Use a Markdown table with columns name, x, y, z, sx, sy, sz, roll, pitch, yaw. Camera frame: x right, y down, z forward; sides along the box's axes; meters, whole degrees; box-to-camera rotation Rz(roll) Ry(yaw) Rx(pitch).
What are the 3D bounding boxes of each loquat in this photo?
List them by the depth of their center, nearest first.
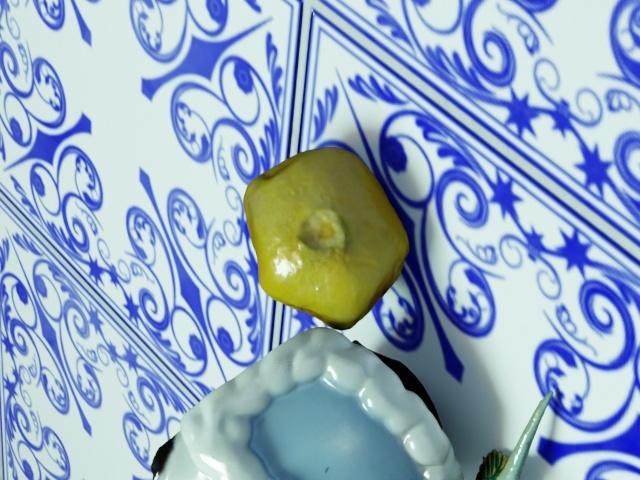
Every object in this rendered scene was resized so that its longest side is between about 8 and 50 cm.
| name | x | y | z | sx | sy | sz | roll | pitch | yaw |
| --- | --- | --- | --- | --- | --- | --- | --- | --- | --- |
| loquat | 0.000 | 0.000 | 1.227 | 0.137 | 0.113 | 0.137 | 51 | 168 | 15 |

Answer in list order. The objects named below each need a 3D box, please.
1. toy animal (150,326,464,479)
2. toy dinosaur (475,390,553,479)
| name | x | y | z | sx | sy | sz | roll | pitch | yaw |
| --- | --- | --- | --- | --- | --- | --- | --- | --- | --- |
| toy animal | -0.008 | 0.171 | 1.241 | 0.156 | 0.204 | 0.208 | 50 | 167 | 18 |
| toy dinosaur | 0.117 | 0.181 | 1.208 | 0.106 | 0.044 | 0.187 | -123 | 47 | -81 |
